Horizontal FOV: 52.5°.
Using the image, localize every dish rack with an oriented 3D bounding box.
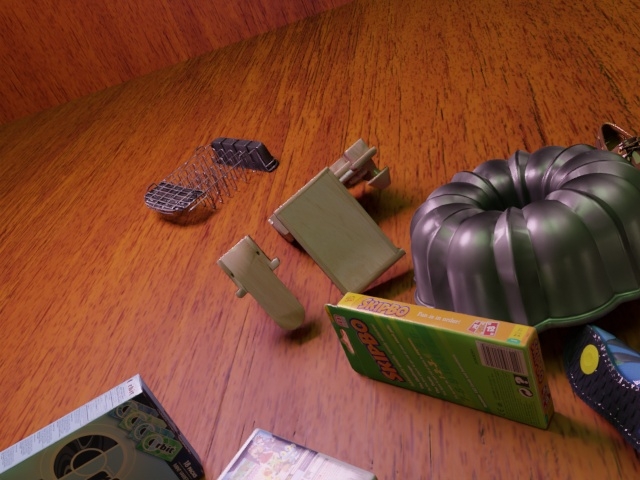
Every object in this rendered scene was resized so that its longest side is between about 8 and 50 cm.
[{"bbox_3d":[-0.254,-0.137,1.450,0.208,0.074,0.271,14,49,47],"label":"dish rack"}]

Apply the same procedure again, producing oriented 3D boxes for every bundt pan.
[{"bbox_3d":[0.258,-0.023,0.826,0.330,0.124,0.331,-20,21,8],"label":"bundt pan"}]

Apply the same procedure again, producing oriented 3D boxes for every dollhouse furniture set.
[{"bbox_3d":[0.000,0.000,1.102,0.303,0.174,0.355,-41,3,-3],"label":"dollhouse furniture set"}]

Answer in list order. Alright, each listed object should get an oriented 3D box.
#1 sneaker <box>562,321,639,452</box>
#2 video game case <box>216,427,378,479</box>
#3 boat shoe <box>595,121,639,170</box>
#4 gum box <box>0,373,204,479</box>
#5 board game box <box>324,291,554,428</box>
[{"bbox_3d":[0.319,0.149,0.650,0.082,0.069,0.209,10,18,-12],"label":"sneaker"},{"bbox_3d":[-0.061,0.308,0.693,0.183,0.023,0.201,7,44,40],"label":"video game case"},{"bbox_3d":[0.452,-0.119,0.952,0.064,0.060,0.178,-20,32,7],"label":"boat shoe"},{"bbox_3d":[-0.255,0.264,0.759,0.184,0.157,0.041,-29,31,-8],"label":"gum box"},{"bbox_3d":[0.125,0.129,0.738,0.259,0.124,0.039,5,41,39],"label":"board game box"}]
